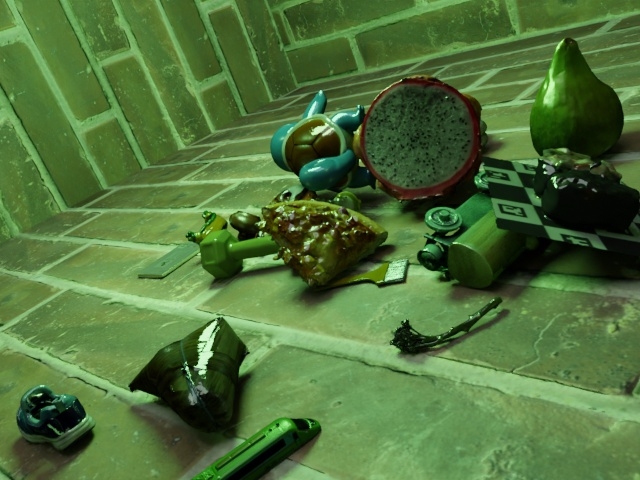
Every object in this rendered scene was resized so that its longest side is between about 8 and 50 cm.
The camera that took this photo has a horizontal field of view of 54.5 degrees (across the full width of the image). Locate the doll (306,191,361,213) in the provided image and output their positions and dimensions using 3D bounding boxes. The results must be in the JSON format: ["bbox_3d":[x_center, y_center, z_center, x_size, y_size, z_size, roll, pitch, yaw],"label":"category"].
[{"bbox_3d":[0.022,-0.073,1.547,0.207,0.081,0.129,-18,18,-35],"label":"doll"}]

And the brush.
[{"bbox_3d":[0.078,0.078,1.265,0.205,0.011,0.083,-13,22,22],"label":"brush"}]

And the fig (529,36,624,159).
[{"bbox_3d":[0.560,-0.317,1.400,0.206,0.274,0.206,-20,22,8],"label":"fig"}]

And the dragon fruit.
[{"bbox_3d":[0.247,-0.236,1.504,0.306,0.305,0.226,-14,1,18],"label":"dragon fruit"}]

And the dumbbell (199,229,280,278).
[{"bbox_3d":[-0.146,0.017,1.486,0.302,0.121,0.108,-11,-6,26],"label":"dumbbell"}]

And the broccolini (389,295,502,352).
[{"bbox_3d":[0.204,0.138,0.985,0.194,0.054,0.052,-16,51,-5],"label":"broccolini"}]

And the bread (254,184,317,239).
[{"bbox_3d":[-0.087,-0.059,1.657,0.140,0.095,0.268,-13,37,26],"label":"bread"}]

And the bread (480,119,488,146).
[{"bbox_3d":[0.371,-0.291,1.761,0.183,0.101,0.337,-15,20,5],"label":"bread"}]

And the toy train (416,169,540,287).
[{"bbox_3d":[0.316,-0.016,1.164,0.190,0.126,0.307,34,51,28],"label":"toy train"}]

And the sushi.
[{"bbox_3d":[0.449,-0.110,1.077,0.297,0.099,0.373,11,27,5],"label":"sushi"}]

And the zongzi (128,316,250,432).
[{"bbox_3d":[-0.245,0.251,1.028,0.242,0.112,0.221,-26,21,9],"label":"zongzi"}]

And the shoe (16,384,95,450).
[{"bbox_3d":[-0.489,0.306,1.119,0.207,0.106,0.091,-8,23,44],"label":"shoe"}]

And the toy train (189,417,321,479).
[{"bbox_3d":[-0.093,0.296,0.856,0.209,0.042,0.044,-31,24,-23],"label":"toy train"}]

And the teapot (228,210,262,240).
[{"bbox_3d":[-0.211,-0.038,1.739,0.098,0.078,0.129,16,2,-16],"label":"teapot"}]

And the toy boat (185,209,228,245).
[{"bbox_3d":[-0.319,-0.033,1.775,0.088,0.088,0.229,18,18,-2],"label":"toy boat"}]

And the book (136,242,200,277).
[{"bbox_3d":[-0.423,0.055,1.780,0.127,0.014,0.182,-1,29,42],"label":"book"}]

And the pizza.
[{"bbox_3d":[0.000,0.000,1.315,0.290,0.081,0.228,14,51,-3],"label":"pizza"}]

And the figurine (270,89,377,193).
[{"bbox_3d":[0.019,-0.226,1.667,0.243,0.297,0.416,-25,26,-9],"label":"figurine"}]
